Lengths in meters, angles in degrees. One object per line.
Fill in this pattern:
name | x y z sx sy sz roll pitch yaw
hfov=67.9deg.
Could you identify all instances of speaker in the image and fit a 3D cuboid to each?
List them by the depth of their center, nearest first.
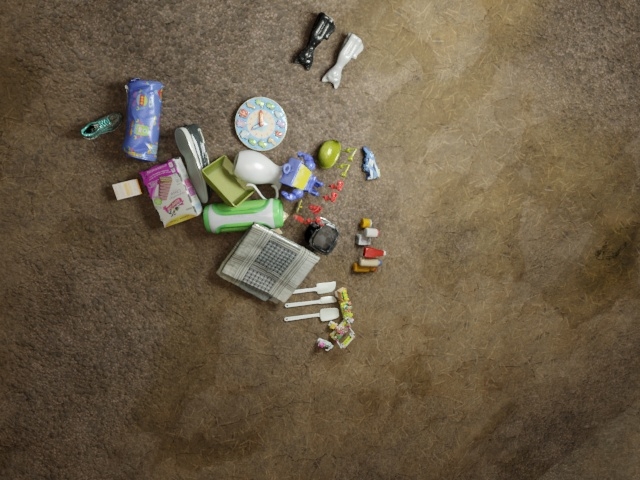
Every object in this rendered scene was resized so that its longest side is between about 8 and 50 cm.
speaker | -0.300 -0.096 1.870 0.296 0.131 0.131 -4 102 5

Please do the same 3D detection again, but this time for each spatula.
spatula | -0.045 0.274 2.055 0.241 0.019 0.168 -7 103 -8

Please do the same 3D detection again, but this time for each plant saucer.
plant saucer | -0.362 -0.222 1.845 0.045 0.188 0.188 -36 101 32

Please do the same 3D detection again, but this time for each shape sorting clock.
shape sorting clock | -0.234 -0.459 1.876 0.206 0.040 0.207 -1 101 -8

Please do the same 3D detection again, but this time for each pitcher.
pitcher | -0.244 -0.252 1.875 0.207 0.125 0.178 16 95 -21

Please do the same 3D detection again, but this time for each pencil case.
pencil case | -0.666 -0.451 1.775 0.133 0.119 0.307 3 101 -26

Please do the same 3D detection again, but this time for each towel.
towel | -0.215 0.107 1.902 0.312 0.056 0.324 29 122 -20

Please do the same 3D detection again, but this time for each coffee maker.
coffee maker | 0.000 0.000 1.927 0.120 0.178 0.171 10 99 -9

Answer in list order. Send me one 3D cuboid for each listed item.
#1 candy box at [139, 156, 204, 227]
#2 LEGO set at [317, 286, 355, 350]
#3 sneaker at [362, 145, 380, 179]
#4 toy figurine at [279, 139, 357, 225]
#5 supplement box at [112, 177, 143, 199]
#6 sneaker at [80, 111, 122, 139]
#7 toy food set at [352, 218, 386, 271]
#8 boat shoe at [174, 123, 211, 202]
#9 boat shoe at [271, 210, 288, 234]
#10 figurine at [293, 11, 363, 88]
candy box | -0.575 -0.185 1.843 0.159 0.071 0.234 -18 104 15
LEGO set | 0.096 0.352 2.032 0.132 0.107 0.287 16 103 -22
sneaker | 0.197 -0.317 1.960 0.059 0.053 0.144 -22 102 -1
toy figurine | -0.045 -0.258 1.821 0.217 0.191 0.363 26 89 -44
supplement box | -0.750 -0.200 1.854 0.098 0.036 0.062 -14 103 -5
sneaker | -0.822 -0.427 1.780 0.166 0.076 0.065 -31 104 -1
toy food set | 0.214 0.028 2.002 0.104 0.111 0.233 4 99 -21
boat shoe | -0.467 -0.297 1.843 0.091 0.114 0.303 -32 123 -41
boat shoe | -0.182 -0.043 1.952 0.059 0.063 0.170 24 96 -6
figurine | 0.032 -0.728 1.847 0.214 0.092 0.210 30 103 -13
